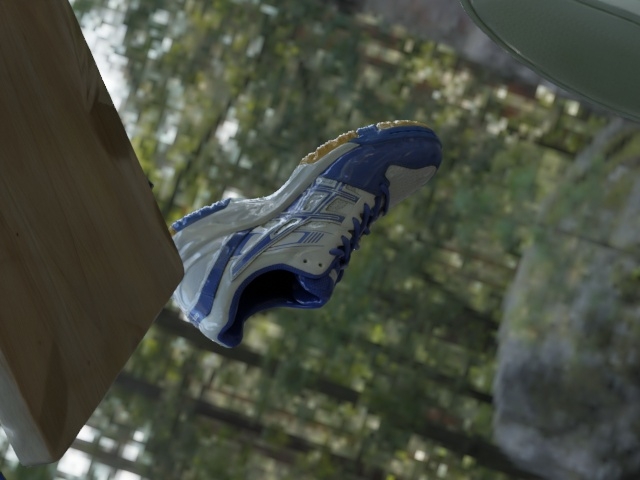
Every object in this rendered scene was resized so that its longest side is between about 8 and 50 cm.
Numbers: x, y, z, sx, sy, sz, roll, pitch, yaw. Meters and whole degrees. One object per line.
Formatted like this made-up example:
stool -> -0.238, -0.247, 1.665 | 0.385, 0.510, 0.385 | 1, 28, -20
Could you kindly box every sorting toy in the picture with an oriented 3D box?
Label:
sorting toy -> -0.208, -0.025, 1.054 | 0.255, 0.089, 0.257 | -62, -46, -61

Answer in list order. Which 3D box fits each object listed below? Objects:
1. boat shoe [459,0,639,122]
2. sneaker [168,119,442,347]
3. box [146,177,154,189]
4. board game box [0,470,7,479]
boat shoe -> 0.256, -0.131, 1.019 | 0.127, 0.340, 0.113 | 84, -153, -68
sneaker -> 0.000, 0.000, 1.549 | 0.296, 0.131, 0.112 | -29, -32, -8
box -> -0.220, -0.083, 1.351 | 0.029, 0.162, 0.116 | -58, 26, 4
board game box -> -0.366, 0.232, 1.160 | 0.347, 0.233, 0.078 | -25, 11, 26
